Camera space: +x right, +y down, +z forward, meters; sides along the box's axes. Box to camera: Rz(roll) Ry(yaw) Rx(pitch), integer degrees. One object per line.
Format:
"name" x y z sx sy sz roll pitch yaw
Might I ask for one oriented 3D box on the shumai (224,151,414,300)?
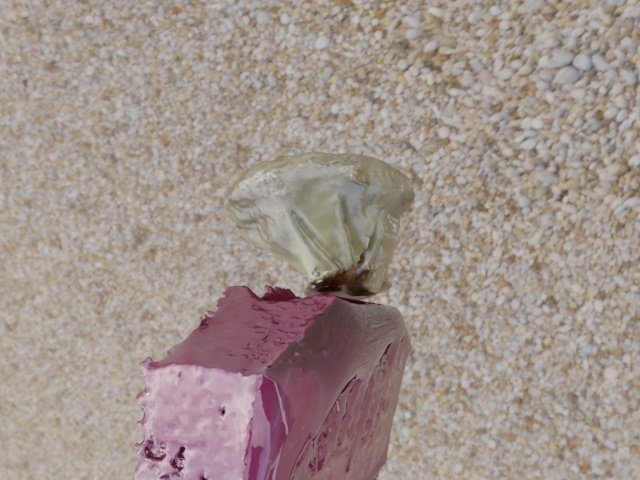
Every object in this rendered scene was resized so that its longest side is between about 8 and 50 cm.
"shumai" 0.000 0.000 0.789 0.201 0.120 0.201 -1 154 -1

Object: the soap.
"soap" -0.023 0.149 0.658 0.127 0.325 0.220 12 86 21
